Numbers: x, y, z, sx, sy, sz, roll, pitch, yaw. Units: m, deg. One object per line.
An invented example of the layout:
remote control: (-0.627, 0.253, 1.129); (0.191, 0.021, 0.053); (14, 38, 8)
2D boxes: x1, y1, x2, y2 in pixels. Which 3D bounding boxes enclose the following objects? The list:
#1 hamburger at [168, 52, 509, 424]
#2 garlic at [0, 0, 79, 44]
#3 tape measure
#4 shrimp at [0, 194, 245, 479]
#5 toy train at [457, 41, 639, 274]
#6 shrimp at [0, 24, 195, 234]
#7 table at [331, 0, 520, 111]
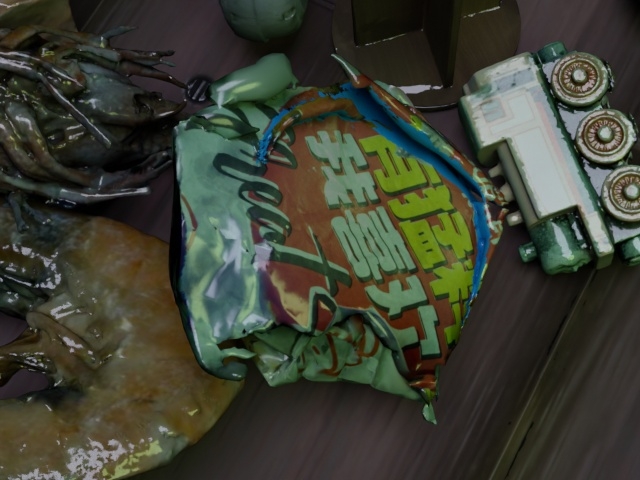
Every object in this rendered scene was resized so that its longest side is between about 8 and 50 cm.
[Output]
hamburger: (-0.006, -0.005, 0.776); (0.276, 0.150, 0.261); (16, 70, -29)
garlic: (-0.375, -0.237, 0.903); (0.279, 0.132, 0.325); (-43, 76, -11)
tape measure: (-0.054, -0.274, 0.787); (0.084, 0.330, 0.164); (-6, 73, 5)
shrimp: (-0.272, 0.048, 0.782); (0.445, 0.085, 0.272); (25, 43, 18)
toy train: (0.193, -0.061, 0.833); (0.125, 0.081, 0.194); (-21, 73, 8)
shrimp: (-0.204, -0.077, 0.801); (0.372, 0.137, 0.172); (4, 77, -13)
table: (0.086, -0.227, 0.815); (0.167, 0.227, 0.167); (-1, 70, 3)
